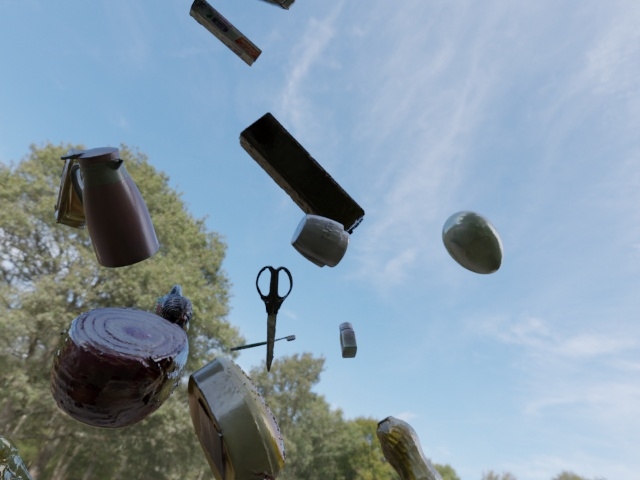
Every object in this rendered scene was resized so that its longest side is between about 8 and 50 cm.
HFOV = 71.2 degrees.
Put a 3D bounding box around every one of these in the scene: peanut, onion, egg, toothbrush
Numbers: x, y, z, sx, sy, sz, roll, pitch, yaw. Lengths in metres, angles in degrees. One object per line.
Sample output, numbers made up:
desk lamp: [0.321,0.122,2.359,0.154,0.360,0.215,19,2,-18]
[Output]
peanut: [0.191,0.470,0.949,0.087,0.207,0.087,-21,-38,-17]
onion: [-0.498,0.321,1.090,0.281,0.261,0.336,27,8,6]
egg: [0.444,0.009,1.297,0.209,0.151,0.151,50,-37,0]
toothbrush: [-0.219,0.396,1.722,0.256,0.024,0.018,-7,-54,-14]

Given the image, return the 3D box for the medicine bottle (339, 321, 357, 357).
medicine bottle: [0.100,0.361,1.635,0.054,0.118,0.074,-1,-45,-5]

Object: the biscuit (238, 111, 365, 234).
biscuit: [-0.047,-0.163,1.168,0.388,0.107,0.073,47,-17,4]

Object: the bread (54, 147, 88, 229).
bread: [-0.770,-0.165,1.427,0.106,0.242,0.136,10,14,-40]

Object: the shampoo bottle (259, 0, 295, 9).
shampoo bottle: [-0.150,-0.555,0.947,0.227,0.056,0.086,35,-10,29]

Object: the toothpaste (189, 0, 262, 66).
toothpaste: [-0.239,-0.526,1.133,0.196,0.040,0.047,37,-11,-20]

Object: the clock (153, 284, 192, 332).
clock: [-0.452,0.236,1.349,0.100,0.194,0.196,15,-61,-31]

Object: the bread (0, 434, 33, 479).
bread: [-0.664,0.518,0.786,0.340,0.301,0.210,-21,-15,17]

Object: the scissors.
scissors: [-0.140,0.222,1.281,0.108,0.301,0.022,4,-9,-2]

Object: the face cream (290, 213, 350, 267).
face cream: [0.000,0.000,0.838,0.095,0.091,0.091,28,-34,-13]

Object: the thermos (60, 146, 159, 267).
thermos: [-0.499,-0.086,1.057,0.176,0.146,0.265,3,-63,22]

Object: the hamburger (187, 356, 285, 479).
hamburger: [-0.185,0.390,0.979,0.295,0.151,0.227,46,-42,45]
